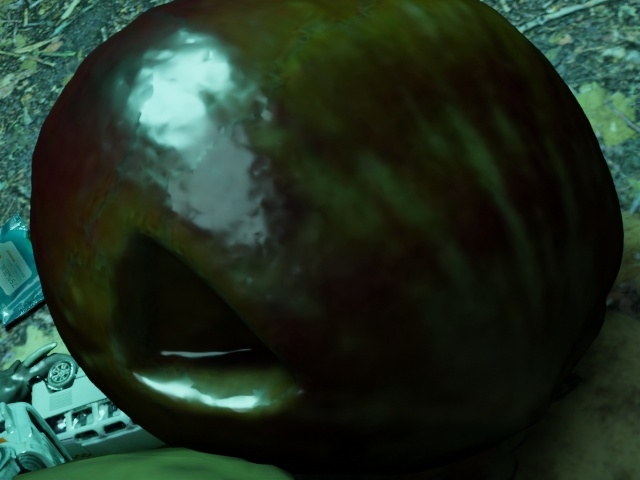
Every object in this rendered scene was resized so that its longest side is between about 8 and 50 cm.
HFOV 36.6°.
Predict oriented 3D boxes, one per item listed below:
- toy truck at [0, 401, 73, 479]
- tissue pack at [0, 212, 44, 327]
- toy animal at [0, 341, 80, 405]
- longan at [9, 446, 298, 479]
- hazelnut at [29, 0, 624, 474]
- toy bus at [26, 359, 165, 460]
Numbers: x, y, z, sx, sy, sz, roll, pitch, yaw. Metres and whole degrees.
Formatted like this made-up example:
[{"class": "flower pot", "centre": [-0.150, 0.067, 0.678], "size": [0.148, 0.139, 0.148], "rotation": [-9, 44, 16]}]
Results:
[{"class": "toy truck", "centre": [-0.340, 0.258, 0.796], "size": [0.305, 0.136, 0.162], "rotation": [-29, 25, -7]}, {"class": "tissue pack", "centre": [-0.354, 0.035, 1.120], "size": [0.085, 0.028, 0.138], "rotation": [-39, 51, -5]}, {"class": "toy animal", "centre": [-0.359, 0.164, 0.975], "size": [0.269, 0.082, 0.137], "rotation": [-34, 48, -9]}, {"class": "longan", "centre": [-0.105, 0.313, 0.530], "size": [0.390, 0.391, 0.391], "rotation": [-13, 47, 15]}, {"class": "hazelnut", "centre": [0.000, 0.000, 0.733], "size": [0.429, 0.402, 0.402], "rotation": [-11, 29, -43]}, {"class": "toy bus", "centre": [-0.170, 0.148, 0.894], "size": [0.193, 0.087, 0.089], "rotation": [-18, 52, 10]}]
